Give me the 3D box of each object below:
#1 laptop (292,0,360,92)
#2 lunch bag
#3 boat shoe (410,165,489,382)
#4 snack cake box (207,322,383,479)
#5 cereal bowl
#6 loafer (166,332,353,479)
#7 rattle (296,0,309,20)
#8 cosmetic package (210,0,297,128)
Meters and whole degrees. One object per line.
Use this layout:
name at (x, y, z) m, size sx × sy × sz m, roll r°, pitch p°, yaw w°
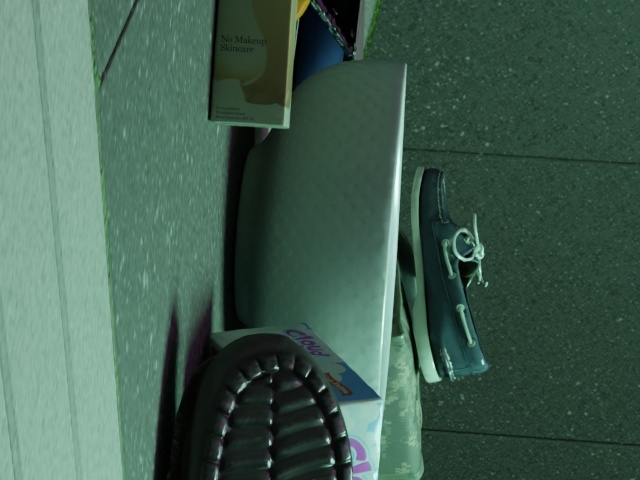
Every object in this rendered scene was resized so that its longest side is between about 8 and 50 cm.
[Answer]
laptop at (-0.026, -0.291, 2.122) m, size 0.264 × 0.136 × 0.234 m, roll 51°, pitch 36°, yaw -46°
lunch bag at (0.030, 0.100, 2.249) m, size 0.287 × 0.169 × 0.235 m, roll -93°, pitch 177°, yaw -50°
boat shoe at (0.140, 0.032, 2.175) m, size 0.095 × 0.079 × 0.255 m, roll 65°, pitch 20°, yaw -56°
snack cake box at (-0.027, 0.217, 1.592) m, size 0.152 × 0.089 × 0.264 m, roll -136°, pitch -136°, yaw -59°
cereal bowl at (0.000, 0.000, 1.819) m, size 0.339 × 0.141 × 0.339 m, roll 4°, pitch 90°, yaw -86°
loafer at (-0.066, 0.243, 1.444) m, size 0.130 × 0.133 × 0.366 m, roll 17°, pitch -72°, yaw 56°
rattle at (-0.029, -0.244, 1.699) m, size 0.199 × 0.130 × 0.143 m, roll 37°, pitch -65°, yaw 63°
cosmetic package at (-0.050, -0.144, 1.519) m, size 0.041 × 0.060 × 0.115 m, roll -6°, pitch 98°, yaw -86°
